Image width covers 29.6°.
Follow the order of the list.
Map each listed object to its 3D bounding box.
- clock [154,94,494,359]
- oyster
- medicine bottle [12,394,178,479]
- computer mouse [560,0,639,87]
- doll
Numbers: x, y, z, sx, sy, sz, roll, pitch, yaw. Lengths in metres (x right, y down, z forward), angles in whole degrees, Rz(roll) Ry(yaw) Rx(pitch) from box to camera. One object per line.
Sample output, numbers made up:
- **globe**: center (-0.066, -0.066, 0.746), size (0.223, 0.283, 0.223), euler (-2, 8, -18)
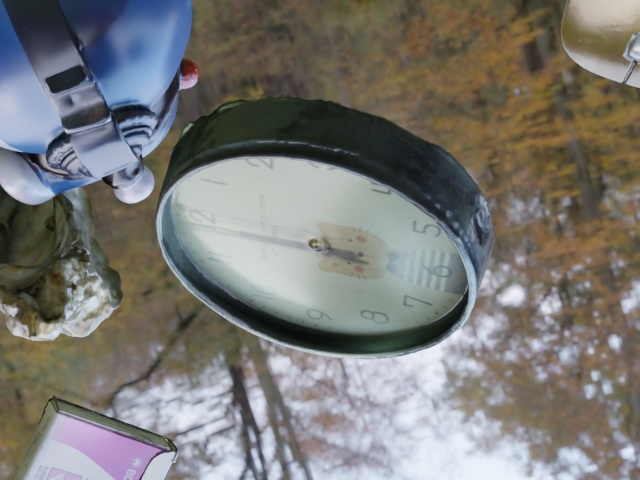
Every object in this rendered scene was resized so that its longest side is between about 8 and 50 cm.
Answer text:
- **clock**: center (0.000, 0.000, 0.801), size (0.226, 0.226, 0.049), euler (-11, -135, 32)
- **oyster**: center (-0.277, 0.013, 1.200), size (0.166, 0.110, 0.341), euler (-30, -143, -13)
- **medicine bottle**: center (-0.298, 0.314, 1.513), size (0.171, 0.201, 0.052), euler (26, -178, -24)
- **computer mouse**: center (0.199, -0.165, 0.666), size (0.102, 0.199, 0.045), euler (19, -140, 4)
- **doll**: center (-0.219, -0.173, 1.013), size (0.240, 0.284, 0.310), euler (-23, 162, 0)
